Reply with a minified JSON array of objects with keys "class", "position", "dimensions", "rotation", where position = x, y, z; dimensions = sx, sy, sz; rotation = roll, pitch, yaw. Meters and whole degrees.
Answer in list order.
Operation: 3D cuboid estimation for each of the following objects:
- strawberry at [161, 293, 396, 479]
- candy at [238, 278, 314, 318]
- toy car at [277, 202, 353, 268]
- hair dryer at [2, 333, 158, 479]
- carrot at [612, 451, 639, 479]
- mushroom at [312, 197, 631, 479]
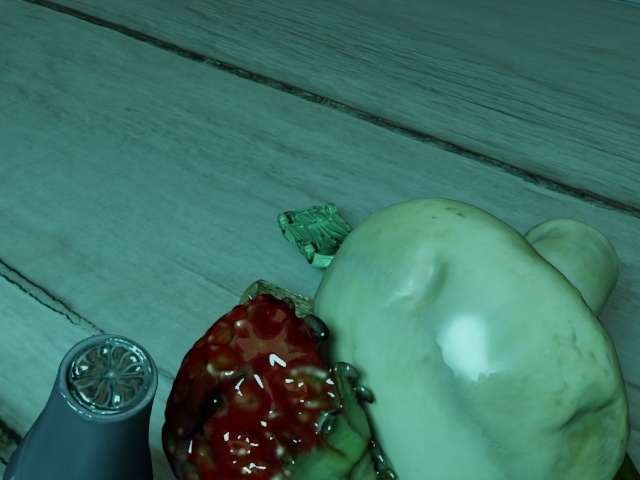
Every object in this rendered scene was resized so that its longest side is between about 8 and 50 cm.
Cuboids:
[{"class":"strawberry","position":[-0.066,0.161,0.661],"dimensions":[0.150,0.253,0.280],"rotation":[-28,43,-24]},{"class":"candy","position":[-0.046,0.098,0.886],"dimensions":[0.110,0.085,0.095],"rotation":[15,30,0]},{"class":"toy car","position":[0.000,0.000,1.045],"dimensions":[0.093,0.058,0.186],"rotation":[-12,26,-18]},{"class":"hair dryer","position":[-0.105,0.259,0.555],"dimensions":[0.121,0.301,0.361],"rotation":[-29,70,-37]},{"class":"carrot","position":[0.280,0.253,0.702],"dimensions":[0.074,0.074,0.359],"rotation":[-5,39,-10]},{"class":"mushroom","position":[0.120,0.102,0.698],"dimensions":[0.315,0.315,0.356],"rotation":[5,24,4]}]
